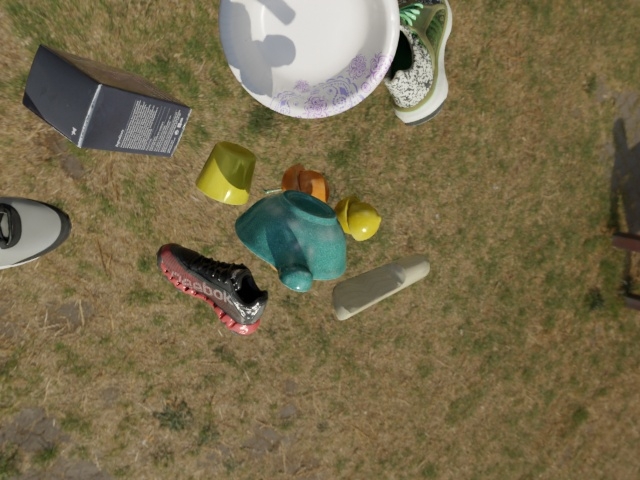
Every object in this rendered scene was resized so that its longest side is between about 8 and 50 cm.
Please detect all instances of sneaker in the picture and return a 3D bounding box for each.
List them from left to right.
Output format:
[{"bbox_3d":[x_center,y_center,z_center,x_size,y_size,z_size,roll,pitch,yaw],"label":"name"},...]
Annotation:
[{"bbox_3d":[-0.452,-0.010,0.544,0.272,0.108,0.100,-4,91,-44],"label":"sneaker"},{"bbox_3d":[-0.225,0.082,0.967,0.276,0.097,0.135,39,123,-2],"label":"sneaker"},{"bbox_3d":[0.207,-0.487,1.044,0.182,0.158,0.409,23,61,-50],"label":"sneaker"}]

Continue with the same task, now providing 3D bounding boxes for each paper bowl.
[{"bbox_3d":[-0.019,-0.365,0.751,0.285,0.148,0.284,0,130,0],"label":"paper bowl"}]

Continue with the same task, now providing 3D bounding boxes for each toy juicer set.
[{"bbox_3d":[0.000,0.000,0.524,0.209,0.329,0.089,6,119,-40],"label":"toy juicer set"}]

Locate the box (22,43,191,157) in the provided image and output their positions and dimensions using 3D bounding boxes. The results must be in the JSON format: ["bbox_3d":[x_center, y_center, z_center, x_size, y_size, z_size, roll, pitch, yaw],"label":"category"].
[{"bbox_3d":[-0.362,-0.232,0.777,0.108,0.153,0.207,-61,163,17],"label":"box"}]
